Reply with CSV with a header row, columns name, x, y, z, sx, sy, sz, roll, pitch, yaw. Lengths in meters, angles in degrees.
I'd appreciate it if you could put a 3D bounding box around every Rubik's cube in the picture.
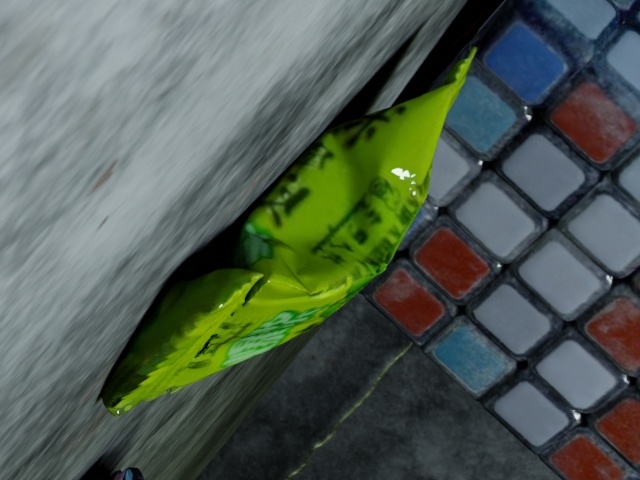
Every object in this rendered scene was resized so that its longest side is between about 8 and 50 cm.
name,x,y,z,sx,sy,sz,roll,pitch,yaw
Rubik's cube,0.216,-0.050,1.202,0.287,0.292,0.293,-46,180,-44

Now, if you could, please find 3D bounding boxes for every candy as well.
name,x,y,z,sx,sy,sz,roll,pitch,yaw
candy,0.000,0.000,0.900,0.246,0.069,0.149,-46,177,-35

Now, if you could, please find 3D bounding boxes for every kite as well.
name,x,y,z,sx,sy,sz,roll,pitch,yaw
kite,0.153,-0.209,1.120,0.222,0.008,0.125,-52,178,32

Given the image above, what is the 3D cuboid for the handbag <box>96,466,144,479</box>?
name,x,y,z,sx,sy,sz,roll,pitch,yaw
handbag,-0.137,0.233,1.207,0.162,0.113,0.260,-62,-178,-12
